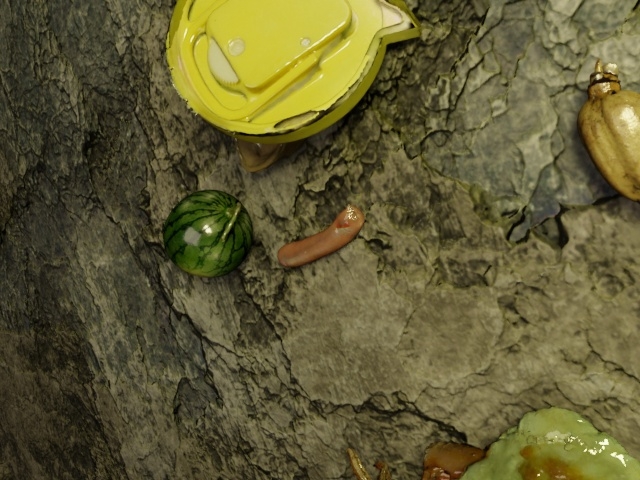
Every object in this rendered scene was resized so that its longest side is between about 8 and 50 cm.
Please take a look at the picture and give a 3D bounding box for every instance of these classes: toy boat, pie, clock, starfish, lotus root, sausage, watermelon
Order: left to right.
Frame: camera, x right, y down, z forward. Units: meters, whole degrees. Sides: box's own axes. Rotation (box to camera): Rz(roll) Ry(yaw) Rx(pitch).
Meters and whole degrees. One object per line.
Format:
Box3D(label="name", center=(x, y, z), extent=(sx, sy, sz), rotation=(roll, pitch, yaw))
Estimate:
Box3D(label="watermelon", center=(-0.167, -0.017, 0.979), extent=(0.187, 0.140, 0.141), rotation=(-32, 80, 42))
Box3D(label="toy boat", center=(-0.069, -0.186, 0.883), extent=(0.116, 0.061, 0.188), rotation=(34, 124, 30))
Box3D(label="clock", center=(-0.048, -0.256, 0.767), extent=(0.293, 0.071, 0.277), rotation=(-27, 75, 9))
Box3D(label="sausage", center=(-0.001, 0.000, 0.891), extent=(0.176, 0.040, 0.047), rotation=(-28, 77, 45))
Box3D(label="starfish", center=(0.107, 0.381, 0.830), extent=(0.213, 0.057, 0.238), rotation=(52, 178, -12))
Box3D(label="pie", center=(0.249, 0.328, 0.687), extent=(0.274, 0.105, 0.257), rotation=(-33, 61, 35))
Box3D(label="lotus root", center=(0.282, -0.095, 0.571), extent=(0.152, 0.063, 0.072), rotation=(66, 163, -3))
